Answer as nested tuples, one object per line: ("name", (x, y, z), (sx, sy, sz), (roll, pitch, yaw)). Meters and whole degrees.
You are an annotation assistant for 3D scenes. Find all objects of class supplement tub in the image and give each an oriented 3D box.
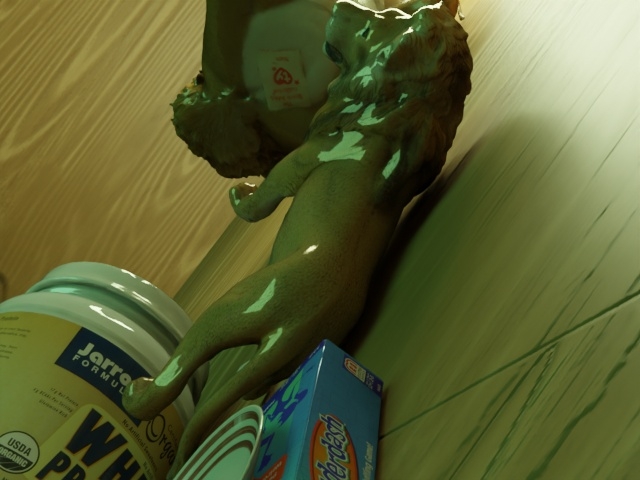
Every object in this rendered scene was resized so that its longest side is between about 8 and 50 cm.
("supplement tub", (-0.248, 0.189, 0.855), (0.228, 0.228, 0.316), (-45, 12, 42))

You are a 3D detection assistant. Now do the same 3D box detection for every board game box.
("board game box", (-0.039, 0.159, 0.477), (0.160, 0.047, 0.210), (-49, 10, 19))

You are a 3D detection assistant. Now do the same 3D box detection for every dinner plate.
("dinner plate", (-0.066, 0.141, 0.468), (0.141, 0.017, 0.141), (-52, 8, 10))

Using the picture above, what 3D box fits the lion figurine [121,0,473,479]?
("lion figurine", (0.000, 0.000, 0.748), (0.240, 0.142, 0.392), (-32, 35, 47))

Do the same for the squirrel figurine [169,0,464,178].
("squirrel figurine", (0.001, -0.249, 1.261), (0.397, 0.281, 0.370), (-43, 6, 35))
